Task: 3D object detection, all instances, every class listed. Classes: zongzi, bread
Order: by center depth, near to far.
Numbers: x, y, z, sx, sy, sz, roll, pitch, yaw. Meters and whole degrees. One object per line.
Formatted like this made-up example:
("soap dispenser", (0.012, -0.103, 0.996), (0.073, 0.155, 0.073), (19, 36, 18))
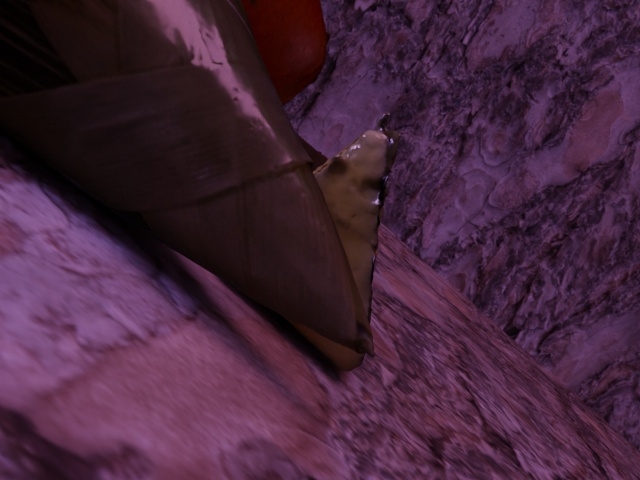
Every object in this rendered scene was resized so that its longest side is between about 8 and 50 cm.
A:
("zongzi", (-0.115, -0.081, 0.542), (0.289, 0.154, 0.317), (22, 24, -50))
("bread", (0.000, 0.000, 0.798), (0.266, 0.141, 0.178), (-59, 141, -86))

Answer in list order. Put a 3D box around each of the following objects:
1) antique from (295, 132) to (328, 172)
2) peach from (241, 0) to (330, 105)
("antique", (-0.055, -0.132, 1.577), (0.310, 0.087, 0.093), (37, 6, -31))
("peach", (-0.135, -0.259, 1.045), (0.338, 0.281, 0.281), (24, 16, -44))
